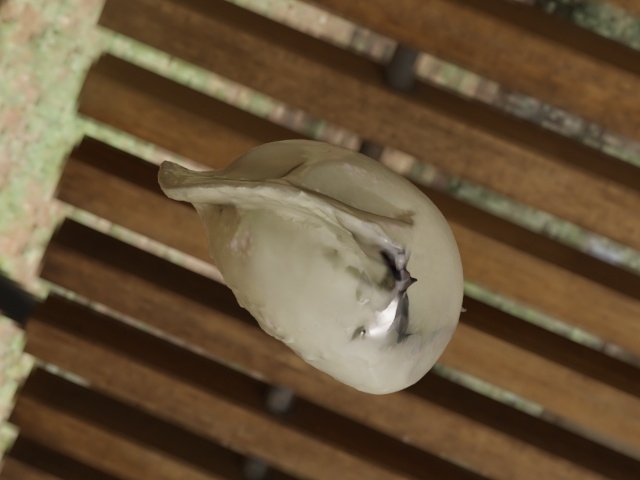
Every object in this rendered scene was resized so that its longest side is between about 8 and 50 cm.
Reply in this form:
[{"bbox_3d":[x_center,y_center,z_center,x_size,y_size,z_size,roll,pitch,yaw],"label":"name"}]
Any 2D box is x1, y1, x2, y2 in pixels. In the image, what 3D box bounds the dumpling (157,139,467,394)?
[{"bbox_3d":[-0.001,0.000,0.753,0.092,0.150,0.176,-57,166,16],"label":"dumpling"}]
